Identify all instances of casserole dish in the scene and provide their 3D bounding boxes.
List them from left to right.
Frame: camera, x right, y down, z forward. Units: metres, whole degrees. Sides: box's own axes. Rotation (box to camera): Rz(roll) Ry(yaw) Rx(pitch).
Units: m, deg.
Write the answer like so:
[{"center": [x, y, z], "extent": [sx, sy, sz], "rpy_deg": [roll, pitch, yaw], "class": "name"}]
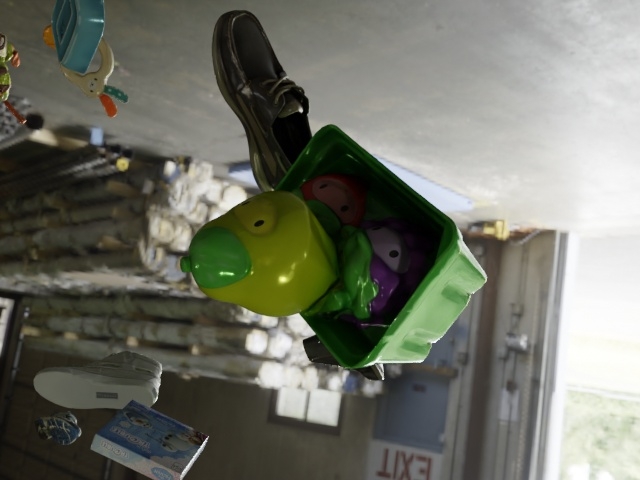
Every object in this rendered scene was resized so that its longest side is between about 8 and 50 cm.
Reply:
[{"center": [-0.357, -0.321, 1.146], "extent": [0.037, 0.114, 0.188], "rpy_deg": [-7, 167, -30], "class": "casserole dish"}]

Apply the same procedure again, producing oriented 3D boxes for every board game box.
[{"center": [-0.165, 0.198, 0.776], "extent": [0.090, 0.020, 0.090], "rpy_deg": [24, -167, 4], "class": "board game box"}]

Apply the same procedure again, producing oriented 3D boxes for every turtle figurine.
[{"center": [-0.613, -0.351, 1.427], "extent": [0.087, 0.269, 0.217], "rpy_deg": [-20, 177, 11], "class": "turtle figurine"}]

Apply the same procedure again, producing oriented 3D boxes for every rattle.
[{"center": [-0.519, -0.379, 1.760], "extent": [0.130, 0.199, 0.143], "rpy_deg": [-21, 179, -10], "class": "rattle"}]

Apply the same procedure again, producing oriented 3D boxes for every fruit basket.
[{"center": [0.000, 0.000, 1.129], "extent": [0.392, 0.283, 0.392], "rpy_deg": [36, -171, -7], "class": "fruit basket"}]

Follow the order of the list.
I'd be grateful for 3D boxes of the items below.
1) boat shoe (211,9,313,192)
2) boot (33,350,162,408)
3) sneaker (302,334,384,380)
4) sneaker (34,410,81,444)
[{"center": [-0.077, -0.243, 1.409], "extent": [0.130, 0.355, 0.132], "rpy_deg": [0, -153, 46], "class": "boat shoe"}, {"center": [-0.474, 0.295, 1.705], "extent": [0.258, 0.095, 0.123], "rpy_deg": [10, -154, -6], "class": "boot"}, {"center": [0.053, 0.248, 1.719], "extent": [0.118, 0.083, 0.222], "rpy_deg": [-22, 134, 17], "class": "sneaker"}, {"center": [-0.472, 0.337, 1.449], "extent": [0.135, 0.052, 0.058], "rpy_deg": [-2, -165, 45], "class": "sneaker"}]
